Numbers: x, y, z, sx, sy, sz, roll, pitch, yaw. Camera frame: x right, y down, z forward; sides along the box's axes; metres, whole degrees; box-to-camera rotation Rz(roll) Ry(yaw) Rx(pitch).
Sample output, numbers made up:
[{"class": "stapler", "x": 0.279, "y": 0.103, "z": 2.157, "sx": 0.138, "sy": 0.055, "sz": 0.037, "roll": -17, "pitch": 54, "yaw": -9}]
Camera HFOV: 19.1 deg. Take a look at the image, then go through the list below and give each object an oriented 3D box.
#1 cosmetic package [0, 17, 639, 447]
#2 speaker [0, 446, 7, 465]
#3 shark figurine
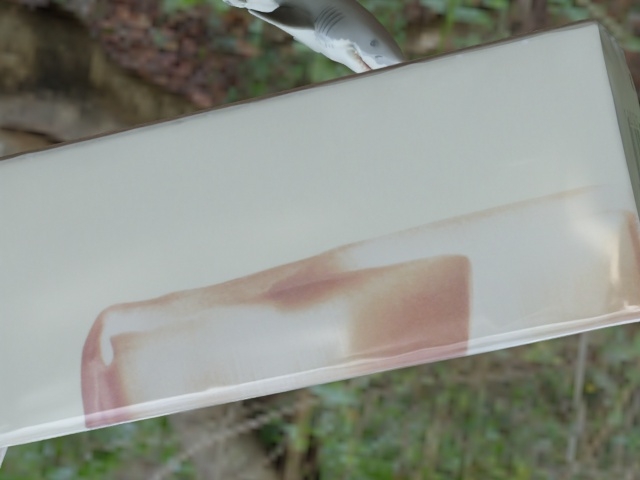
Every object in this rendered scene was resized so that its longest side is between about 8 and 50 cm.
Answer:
[{"class": "cosmetic package", "x": 0.000, "y": 0.000, "z": 0.858, "sx": 0.296, "sy": 0.129, "sz": 0.153, "roll": -12, "pitch": 179, "yaw": 14}, {"class": "speaker", "x": -0.267, "y": 0.190, "z": 1.357, "sx": 0.055, "sy": 0.136, "sz": 0.055, "roll": 18, "pitch": 164, "yaw": 5}, {"class": "shark figurine", "x": -0.044, "y": -0.254, "z": 1.724, "sx": 0.278, "sy": 0.116, "sz": 0.166, "roll": 29, "pitch": -177, "yaw": -15}]
